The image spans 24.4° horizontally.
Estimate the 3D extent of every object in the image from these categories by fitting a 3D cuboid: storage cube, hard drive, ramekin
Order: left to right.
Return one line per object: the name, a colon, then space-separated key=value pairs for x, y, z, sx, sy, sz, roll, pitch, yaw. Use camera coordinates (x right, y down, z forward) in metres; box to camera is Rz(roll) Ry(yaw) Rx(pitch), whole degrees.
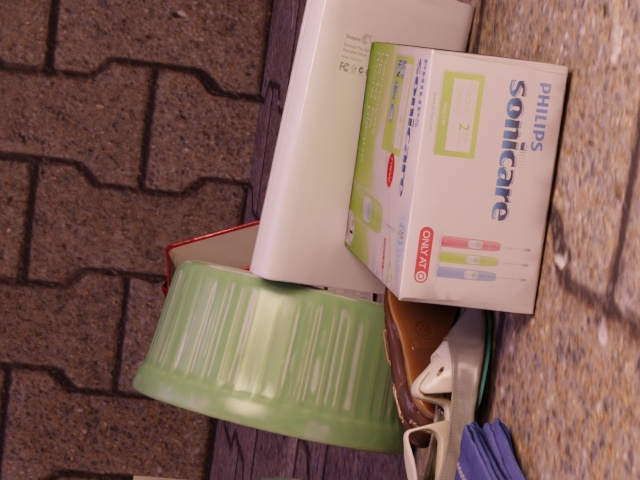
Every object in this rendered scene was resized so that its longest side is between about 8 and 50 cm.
storage cube: x=-0.115 y=0.099 z=2.204 sx=0.184 sy=0.215 sz=0.193 roll=-109 pitch=3 yaw=-69
ramekin: x=-0.036 y=0.119 z=1.575 sx=0.303 sy=0.303 sz=0.148 roll=177 pitch=107 yaw=-81
hard drive: x=0.045 y=-0.104 z=1.474 sx=0.040 sy=0.203 sz=0.308 roll=17 pitch=96 yaw=48

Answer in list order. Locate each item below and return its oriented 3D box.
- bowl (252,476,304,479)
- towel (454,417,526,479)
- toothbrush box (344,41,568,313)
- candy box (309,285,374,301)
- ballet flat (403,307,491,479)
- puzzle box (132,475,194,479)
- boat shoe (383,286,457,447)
bowl: x=-0.030 y=0.354 z=1.480 sx=0.311 sy=0.311 sz=0.163 roll=109 pitch=-174 yaw=-53
towel: x=0.132 y=0.339 z=1.185 sx=0.243 sy=0.040 sz=0.336 roll=-110 pitch=26 yaw=-67
toothbrush box: x=0.111 y=-0.066 z=1.315 sx=0.283 sy=0.122 sz=0.206 roll=-133 pitch=50 yaw=-77
candy box: x=0.021 y=0.094 z=1.911 sx=0.159 sy=0.071 sz=0.233 roll=117 pitch=159 yaw=-64
ballet flat: x=0.110 y=0.156 z=1.317 sx=0.072 sy=0.068 sz=0.213 roll=143 pitch=133 yaw=-77
puzzle box: x=-0.119 y=0.492 z=1.859 sx=0.052 sy=0.272 sz=0.409 roll=107 pitch=167 yaw=-48
boat shoe: x=0.094 y=0.102 z=1.441 sx=0.073 sy=0.073 sz=0.207 roll=111 pitch=163 yaw=-51
